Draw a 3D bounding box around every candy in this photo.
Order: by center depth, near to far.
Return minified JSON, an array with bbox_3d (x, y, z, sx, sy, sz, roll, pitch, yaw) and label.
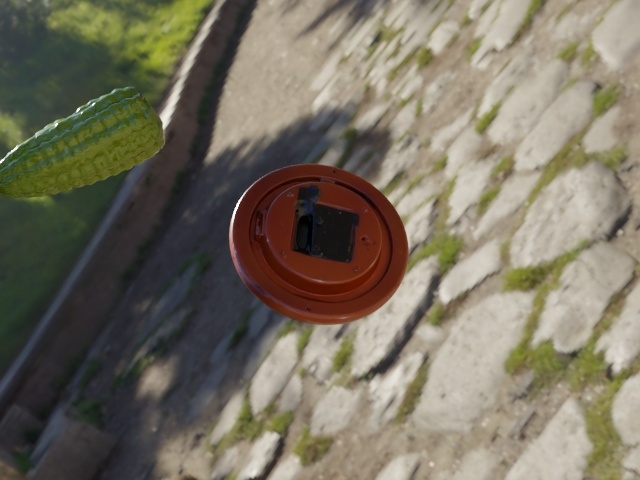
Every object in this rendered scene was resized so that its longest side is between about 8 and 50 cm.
[{"bbox_3d":[-0.292,-0.109,1.231,0.209,0.096,0.097,-27,11,-13],"label":"candy"}]

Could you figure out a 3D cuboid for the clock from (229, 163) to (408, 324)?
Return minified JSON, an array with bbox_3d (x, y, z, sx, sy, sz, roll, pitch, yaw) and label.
[{"bbox_3d":[0.000,0.000,1.155,0.205,0.205,0.051,-63,-3,-32],"label":"clock"}]
